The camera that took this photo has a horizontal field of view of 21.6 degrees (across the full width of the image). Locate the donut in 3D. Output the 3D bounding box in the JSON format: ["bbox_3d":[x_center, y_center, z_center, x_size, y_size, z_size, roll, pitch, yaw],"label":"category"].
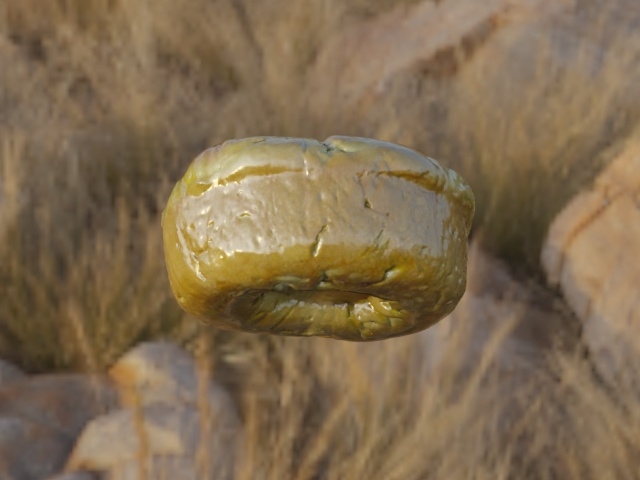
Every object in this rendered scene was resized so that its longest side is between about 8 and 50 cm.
[{"bbox_3d":[0.000,0.000,1.383,0.261,0.208,0.128,3,67,-13],"label":"donut"}]
